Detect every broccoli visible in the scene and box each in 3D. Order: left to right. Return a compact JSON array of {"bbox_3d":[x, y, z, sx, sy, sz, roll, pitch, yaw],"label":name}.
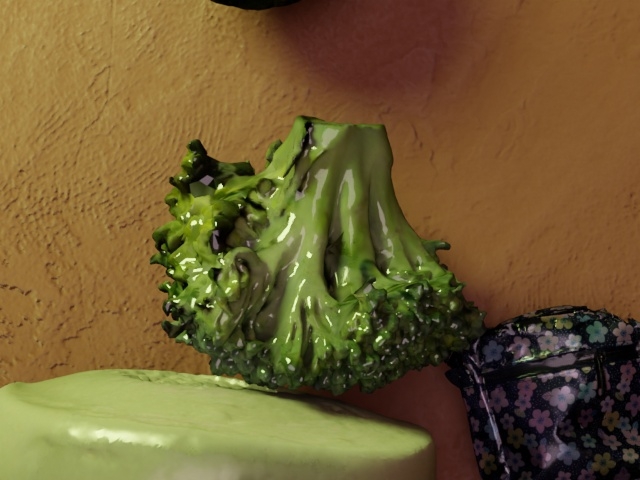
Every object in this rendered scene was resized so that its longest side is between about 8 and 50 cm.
[{"bbox_3d":[-0.004,0.025,1.228,0.334,0.324,0.271,8,78,-7],"label":"broccoli"}]

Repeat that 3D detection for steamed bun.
[{"bbox_3d":[-0.124,0.313,1.125,0.456,0.290,0.371,4,85,8],"label":"steamed bun"}]

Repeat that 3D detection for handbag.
[{"bbox_3d":[0.257,0.174,1.307,0.229,0.127,0.207,-12,80,3],"label":"handbag"}]

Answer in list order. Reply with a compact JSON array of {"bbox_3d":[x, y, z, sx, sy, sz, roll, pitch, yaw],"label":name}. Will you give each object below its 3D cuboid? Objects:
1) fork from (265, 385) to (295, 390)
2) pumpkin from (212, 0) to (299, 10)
[{"bbox_3d":[-0.097,0.224,1.377,0.039,0.021,0.235,38,91,9],"label":"fork"},{"bbox_3d":[-0.070,-0.364,1.290,0.238,0.159,0.237,3,79,-13],"label":"pumpkin"}]
